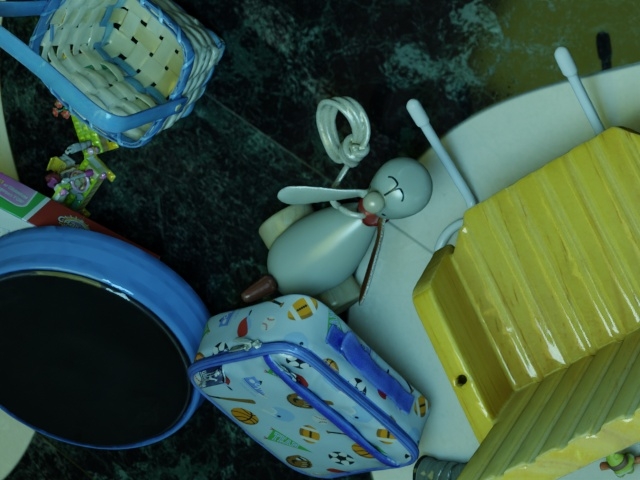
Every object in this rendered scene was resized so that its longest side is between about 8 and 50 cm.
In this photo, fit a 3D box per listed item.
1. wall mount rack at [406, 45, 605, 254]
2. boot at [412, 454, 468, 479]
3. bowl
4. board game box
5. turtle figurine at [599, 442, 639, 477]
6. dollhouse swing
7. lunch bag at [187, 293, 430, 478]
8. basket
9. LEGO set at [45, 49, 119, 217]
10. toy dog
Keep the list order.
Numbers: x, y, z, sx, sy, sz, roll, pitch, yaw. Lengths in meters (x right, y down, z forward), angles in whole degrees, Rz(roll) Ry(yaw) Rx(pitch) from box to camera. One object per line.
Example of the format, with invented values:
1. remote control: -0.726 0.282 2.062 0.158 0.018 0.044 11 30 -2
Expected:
1. wall mount rack: 0.255 -0.051 1.693 0.350 0.130 0.304 -17 81 30
2. boot: 0.221 0.398 1.879 0.161 0.083 0.246 -11 99 43
3. bowl: -0.341 0.152 2.001 0.391 0.077 0.391 8 131 9
4. board game box: -0.423 0.042 2.023 0.316 0.064 0.242 29 131 -10
5. turtle figurine: 0.349 0.202 1.730 0.217 0.087 0.270 18 110 24
6. dollhouse swing: 0.247 0.067 1.463 0.347 0.305 0.315 -31 78 30
7. lunch bag: -0.013 0.193 1.826 0.243 0.115 0.303 -15 134 43
8. basket: -0.278 -0.238 1.834 0.255 0.289 0.201 41 114 16
9. LEGO set: -0.374 -0.127 2.024 0.132 0.107 0.287 24 114 21
10. toy dog: 0.000 0.000 1.779 0.220 0.161 0.334 44 142 22
